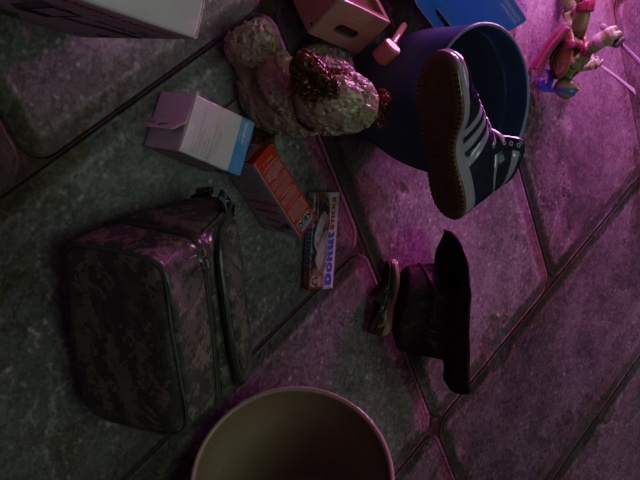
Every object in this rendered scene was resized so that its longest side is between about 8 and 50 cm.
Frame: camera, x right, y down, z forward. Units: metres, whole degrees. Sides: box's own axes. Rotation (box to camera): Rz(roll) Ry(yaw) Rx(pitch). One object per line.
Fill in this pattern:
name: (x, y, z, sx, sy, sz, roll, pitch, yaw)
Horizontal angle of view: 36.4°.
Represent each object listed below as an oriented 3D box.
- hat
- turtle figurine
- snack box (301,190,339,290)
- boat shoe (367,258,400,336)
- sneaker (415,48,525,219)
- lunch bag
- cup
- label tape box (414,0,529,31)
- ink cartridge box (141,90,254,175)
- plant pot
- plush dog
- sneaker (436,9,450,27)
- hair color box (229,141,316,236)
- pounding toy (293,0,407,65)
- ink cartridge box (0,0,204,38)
hat: (0.206, 0.144, 1.890, 0.134, 0.331, 0.331, -4, 105, -5)
turtle figurine: (0.612, -0.447, 2.138, 0.198, 0.274, 0.266, -5, 93, -61)
snack box: (0.000, 0.000, 1.752, 0.064, 0.022, 0.178, -5, 102, -46)
boat shoe: (0.120, 0.110, 1.877, 0.049, 0.056, 0.152, 7, 89, -14)
sneaker: (0.241, -0.186, 1.535, 0.153, 0.099, 0.282, -29, 127, -29)
lunch bag: (-0.213, 0.095, 1.436, 0.256, 0.212, 0.305, -35, 124, -55)
cup: (-0.037, 0.444, 1.642, 0.331, 0.331, 0.237, -53, 158, -23)
label tape box: (0.297, -0.519, 1.814, 0.249, 0.115, 0.348, 39, 53, -43)
ink cartridge box: (-0.189, -0.164, 1.472, 0.143, 0.092, 0.090, 22, 83, -46)
plant pot: (0.185, -0.248, 1.716, 0.271, 0.255, 0.272, -12, 108, -41)
plush dog: (-0.013, -0.227, 1.542, 0.262, 0.225, 0.211, 9, 92, -46)
sneaker: (0.236, -0.452, 1.881, 0.162, 0.063, 0.073, 63, 37, -38)
hair color box: (-0.086, -0.086, 1.595, 0.053, 0.093, 0.167, -50, 130, -25)
pounding toy: (0.055, -0.357, 1.608, 0.181, 0.094, 0.206, 11, 48, -46)
ink cartridge box: (-0.297, -0.327, 1.196, 0.198, 0.273, 0.115, 9, 92, -46)
